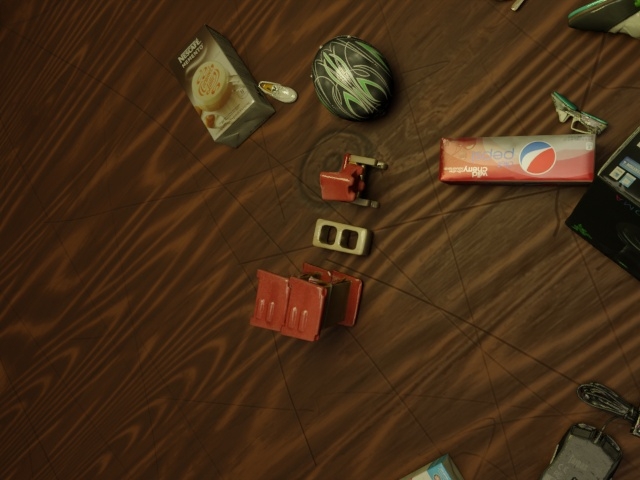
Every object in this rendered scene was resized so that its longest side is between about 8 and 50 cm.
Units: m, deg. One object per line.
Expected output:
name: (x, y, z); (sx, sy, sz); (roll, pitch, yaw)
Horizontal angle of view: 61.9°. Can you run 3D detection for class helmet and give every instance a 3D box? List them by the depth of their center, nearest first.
helmet: (0.065, -0.327, 1.088); (0.170, 0.162, 0.169); (-1, 88, 26)

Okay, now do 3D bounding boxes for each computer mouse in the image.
computer mouse: (0.497, 0.396, 0.922); (0.184, 0.060, 0.261); (23, 87, 29)

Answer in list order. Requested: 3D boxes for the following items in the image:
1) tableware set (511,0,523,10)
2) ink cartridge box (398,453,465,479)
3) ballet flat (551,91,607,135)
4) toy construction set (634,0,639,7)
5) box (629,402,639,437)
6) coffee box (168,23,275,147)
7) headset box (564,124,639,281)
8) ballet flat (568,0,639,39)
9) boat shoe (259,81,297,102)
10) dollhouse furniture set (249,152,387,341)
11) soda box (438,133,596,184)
tableware set: (0.386, -0.546, 1.007); (0.128, 0.039, 0.194); (44, 113, 8)
ink cartridge box: (0.202, 0.517, 1.057); (0.181, 0.062, 0.104); (-37, 73, 20)
ballet flat: (0.458, -0.225, 0.965); (0.114, 0.041, 0.041); (42, 106, 22)
toy construction set: (0.577, -0.292, 0.763); (0.237, 0.257, 0.308); (9, 73, 40)
box: (0.593, 0.266, 0.866); (0.116, 0.029, 0.162); (21, 81, 24)
coffee box: (-0.237, -0.364, 1.271); (0.141, 0.098, 0.246); (-39, 73, 20)
headset box: (0.527, -0.026, 0.800); (0.246, 0.283, 0.131); (43, 91, 19)
ballet flat: (0.569, -0.401, 0.887); (0.281, 0.095, 0.096); (-23, 91, 24)
boat shoe: (-0.100, -0.348, 1.239); (0.100, 0.035, 0.035); (29, 101, 24)
dollhouse furniture set: (0.000, 0.000, 1.090); (0.152, 0.201, 0.373); (13, 95, 26)
soda box: (0.358, -0.144, 0.980); (0.264, 0.092, 0.083); (3, 91, 26)
